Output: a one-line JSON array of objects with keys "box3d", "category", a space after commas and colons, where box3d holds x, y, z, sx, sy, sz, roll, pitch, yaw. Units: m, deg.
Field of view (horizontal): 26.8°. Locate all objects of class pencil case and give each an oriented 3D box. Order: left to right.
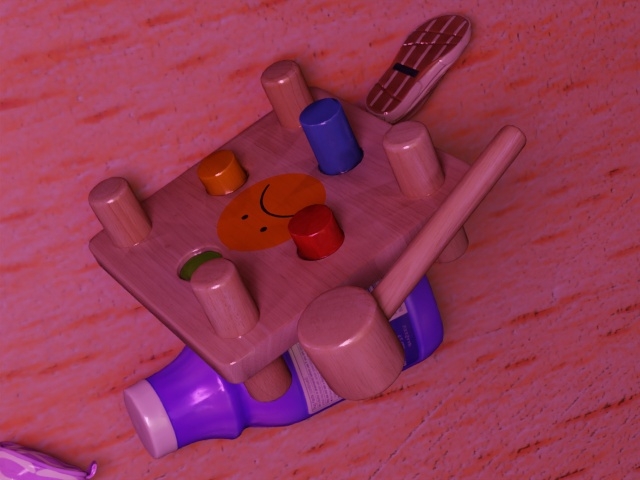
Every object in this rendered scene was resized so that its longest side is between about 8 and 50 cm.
[{"box3d": [-0.258, 0.268, 1.099, 0.088, 0.086, 0.206, 20, 87, -10], "category": "pencil case"}]

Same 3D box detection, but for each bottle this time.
[{"box3d": [-0.032, 0.101, 1.177, 0.282, 0.092, 0.118, -25, 103, -19], "category": "bottle"}]

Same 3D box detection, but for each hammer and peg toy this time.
[{"box3d": [0.000, 0.000, 1.046, 0.266, 0.361, 0.127, -37, 128, -17], "category": "hammer and peg toy"}]

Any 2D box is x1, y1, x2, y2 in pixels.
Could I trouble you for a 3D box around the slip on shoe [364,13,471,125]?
[{"box3d": [0.092, -0.153, 1.238, 0.135, 0.051, 0.041, -53, 151, -19], "category": "slip on shoe"}]
